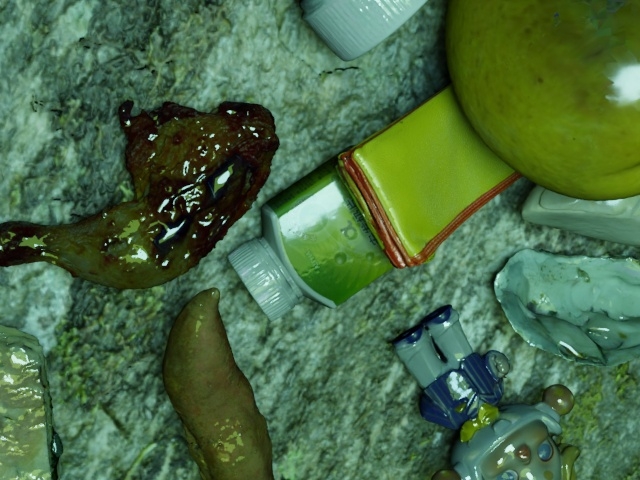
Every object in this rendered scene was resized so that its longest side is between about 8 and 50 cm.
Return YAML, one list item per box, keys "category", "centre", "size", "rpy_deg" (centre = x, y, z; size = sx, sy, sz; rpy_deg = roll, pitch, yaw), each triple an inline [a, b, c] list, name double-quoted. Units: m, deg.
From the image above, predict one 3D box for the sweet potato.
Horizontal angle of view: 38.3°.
- category: "sweet potato"
  centre: [-0.109, 0.200, 1.019]
  size: [0.106, 0.095, 0.355]
  rpy_deg: [3, 120, 33]

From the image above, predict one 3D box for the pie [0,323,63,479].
- category: "pie"
  centre: [-0.373, 0.195, 0.982]
  size: [0.185, 0.052, 0.218]
  rpy_deg: [-3, 104, -13]

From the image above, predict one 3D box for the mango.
- category: "mango"
  centre: [0.261, -0.257, 0.898]
  size: [0.301, 0.220, 0.445]
  rpy_deg: [-17, 65, 23]

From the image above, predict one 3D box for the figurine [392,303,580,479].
- category: "figurine"
  centre: [0.179, 0.215, 1.069]
  size: [0.274, 0.133, 0.194]
  rpy_deg: [36, 76, -7]

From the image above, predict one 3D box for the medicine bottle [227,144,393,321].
- category: "medicine bottle"
  centre: [0.000, 0.000, 1.000]
  size: [0.188, 0.088, 0.132]
  rpy_deg: [-35, 106, -4]

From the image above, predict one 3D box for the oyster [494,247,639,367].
- category: "oyster"
  centre: [0.331, 0.073, 1.082]
  size: [0.252, 0.087, 0.199]
  rpy_deg: [-26, 72, -32]

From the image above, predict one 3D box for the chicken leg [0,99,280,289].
- category: "chicken leg"
  centre: [-0.184, -0.042, 0.965]
  size: [0.322, 0.083, 0.177]
  rpy_deg: [-44, 98, -2]

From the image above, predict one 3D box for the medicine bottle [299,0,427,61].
- category: "medicine bottle"
  centre: [-0.012, -0.322, 0.891]
  size: [0.165, 0.165, 0.273]
  rpy_deg: [-43, 106, 0]

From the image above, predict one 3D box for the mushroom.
- category: "mushroom"
  centre: [0.396, -0.151, 1.005]
  size: [0.154, 0.137, 0.407]
  rpy_deg: [36, 88, 19]

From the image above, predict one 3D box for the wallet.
- category: "wallet"
  centre: [0.128, -0.082, 0.973]
  size: [0.241, 0.067, 0.141]
  rpy_deg: [-36, 104, -34]
